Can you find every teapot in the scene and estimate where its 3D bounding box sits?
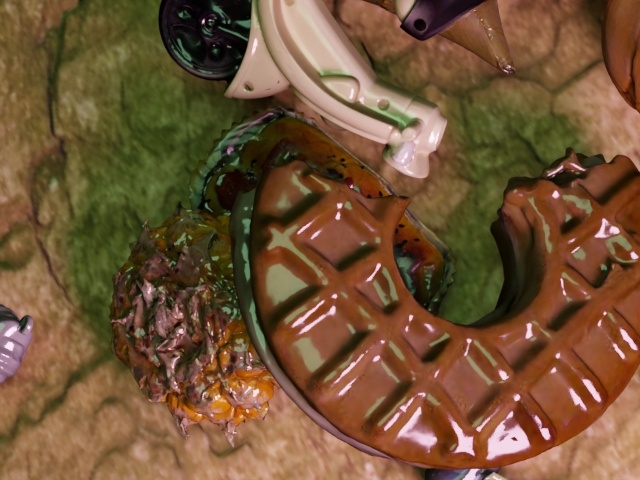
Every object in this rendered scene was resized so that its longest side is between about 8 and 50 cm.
[{"bbox_3d":[0.123,0.186,1.272,0.063,0.049,0.083,39,82,14],"label":"teapot"}]

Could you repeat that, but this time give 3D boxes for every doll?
[{"bbox_3d":[-0.334,0.110,1.367,0.180,0.079,0.094,-25,51,19],"label":"doll"}]

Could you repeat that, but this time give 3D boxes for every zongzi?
[{"bbox_3d":[0.081,-0.217,1.348,0.160,0.078,0.176,-14,86,15],"label":"zongzi"}]

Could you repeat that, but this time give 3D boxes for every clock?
[{"bbox_3d":[0.065,-0.216,1.259,0.379,0.120,0.276,-42,91,22],"label":"clock"}]

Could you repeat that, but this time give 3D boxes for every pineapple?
[{"bbox_3d":[-0.112,0.070,1.293,0.225,0.076,0.225,5,99,32],"label":"pineapple"}]

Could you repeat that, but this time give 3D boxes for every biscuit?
[{"bbox_3d":[0.116,0.054,1.212,0.366,0.115,0.268,-3,78,-13],"label":"biscuit"}]

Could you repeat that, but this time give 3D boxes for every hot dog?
[{"bbox_3d":[0.000,0.000,1.316,0.162,0.082,0.270,-45,74,-1],"label":"hot dog"}]

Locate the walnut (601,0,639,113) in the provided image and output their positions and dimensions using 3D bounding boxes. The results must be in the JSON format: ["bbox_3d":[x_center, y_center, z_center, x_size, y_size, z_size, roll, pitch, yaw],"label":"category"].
[{"bbox_3d":[0.333,-0.190,1.247,0.207,0.167,0.167,-43,75,-1],"label":"walnut"}]

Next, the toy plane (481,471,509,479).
[{"bbox_3d":[0.175,0.237,1.252,0.111,0.040,0.102,-20,106,-3],"label":"toy plane"}]
